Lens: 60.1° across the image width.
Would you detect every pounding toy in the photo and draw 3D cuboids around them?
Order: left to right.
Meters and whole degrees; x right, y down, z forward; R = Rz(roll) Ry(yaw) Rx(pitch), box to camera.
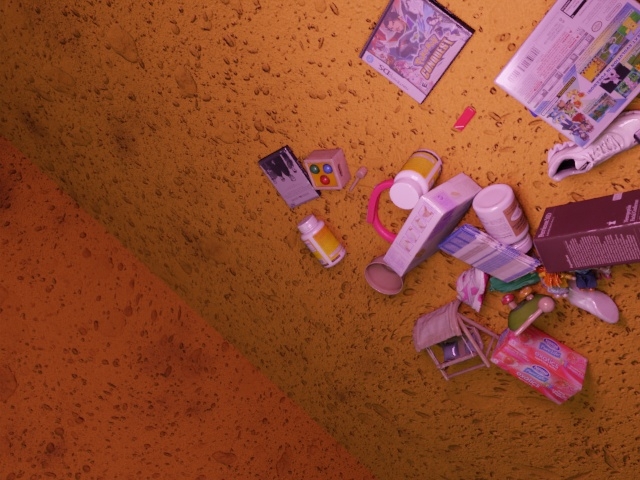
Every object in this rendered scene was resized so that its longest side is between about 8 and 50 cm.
[{"bbox_3d":[0.065,-0.237,2.038,0.205,0.094,0.181,3,128,35],"label":"pounding toy"},{"bbox_3d":[0.702,0.222,1.910,0.183,0.237,0.110,-39,81,12],"label":"pounding toy"}]

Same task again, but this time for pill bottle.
[{"bbox_3d":[0.000,0.000,2.281,0.117,0.117,0.215,-23,111,46],"label":"pill bottle"},{"bbox_3d":[0.311,-0.200,1.805,0.119,0.208,0.119,20,135,21],"label":"pill bottle"},{"bbox_3d":[0.594,-0.059,1.779,0.131,0.131,0.229,-9,130,41],"label":"pill bottle"}]

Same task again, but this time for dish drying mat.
[{"bbox_3d":[0.445,-0.374,1.704,0.032,0.008,0.083,37,139,4],"label":"dish drying mat"}]

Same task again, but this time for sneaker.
[{"bbox_3d":[0.555,0.156,2.031,0.111,0.103,0.252,18,134,20],"label":"sneaker"},{"bbox_3d":[0.897,0.207,1.862,0.212,0.080,0.094,39,151,10],"label":"sneaker"},{"bbox_3d":[0.756,-0.247,1.511,0.110,0.118,0.292,49,137,-9],"label":"sneaker"}]

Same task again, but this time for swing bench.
[{"bbox_3d":[0.530,0.398,2.220,0.254,0.165,0.253,44,139,-5],"label":"swing bench"}]

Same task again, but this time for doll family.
[{"bbox_3d":[0.798,0.105,1.744,0.262,0.119,0.163,-13,134,27],"label":"doll family"}]

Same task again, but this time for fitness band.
[{"bbox_3d":[0.280,-0.104,2.040,0.208,0.054,0.291,21,137,16],"label":"fitness band"}]

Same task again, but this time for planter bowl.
[{"bbox_3d":[0.271,0.118,2.197,0.162,0.109,0.162,20,137,21],"label":"planter bowl"}]

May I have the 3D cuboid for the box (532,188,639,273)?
[{"bbox_3d":[0.837,-0.033,1.591,0.381,0.191,0.143,-15,116,42],"label":"box"}]

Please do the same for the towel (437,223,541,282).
[{"bbox_3d":[0.550,0.046,1.825,0.284,0.034,0.209,26,158,-2],"label":"towel"}]

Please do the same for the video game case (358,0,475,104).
[{"bbox_3d":[0.273,-0.575,1.626,0.248,0.035,0.275,38,139,1],"label":"video game case"}]

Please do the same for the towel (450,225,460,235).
[{"bbox_3d":[0.494,0.000,1.990,0.148,0.027,0.110,34,140,6],"label":"towel"}]

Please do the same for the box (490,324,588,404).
[{"bbox_3d":[0.817,0.447,2.067,0.299,0.154,0.142,33,138,9],"label":"box"}]

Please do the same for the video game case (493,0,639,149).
[{"bbox_3d":[0.658,-0.445,1.376,0.300,0.036,0.329,37,117,2],"label":"video game case"}]

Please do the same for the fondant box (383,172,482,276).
[{"bbox_3d":[0.372,-0.050,1.857,0.096,0.238,0.330,45,140,20],"label":"fondant box"}]

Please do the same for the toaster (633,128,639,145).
[{"bbox_3d":[0.889,-0.224,1.371,0.168,0.186,0.110,28,125,-19],"label":"toaster"}]

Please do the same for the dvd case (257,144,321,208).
[{"bbox_3d":[-0.125,-0.250,2.214,0.179,0.030,0.239,-18,115,44],"label":"dvd case"}]

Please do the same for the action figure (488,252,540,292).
[{"bbox_3d":[0.678,0.125,1.943,0.137,0.063,0.232,42,135,-7],"label":"action figure"}]

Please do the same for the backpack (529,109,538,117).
[{"bbox_3d":[0.592,-0.405,1.493,0.120,0.101,0.098,52,149,-10],"label":"backpack"}]
